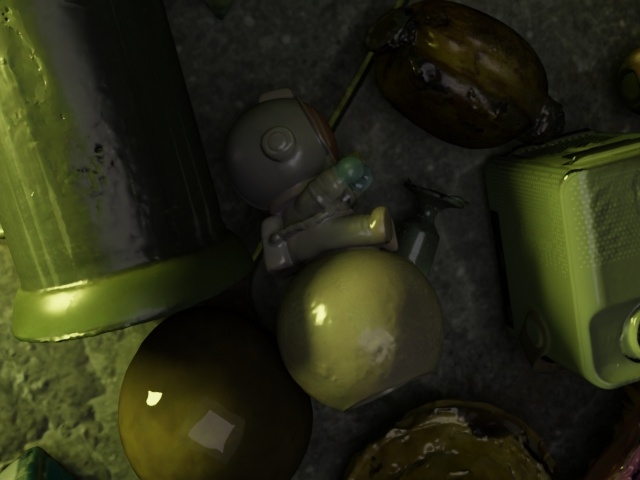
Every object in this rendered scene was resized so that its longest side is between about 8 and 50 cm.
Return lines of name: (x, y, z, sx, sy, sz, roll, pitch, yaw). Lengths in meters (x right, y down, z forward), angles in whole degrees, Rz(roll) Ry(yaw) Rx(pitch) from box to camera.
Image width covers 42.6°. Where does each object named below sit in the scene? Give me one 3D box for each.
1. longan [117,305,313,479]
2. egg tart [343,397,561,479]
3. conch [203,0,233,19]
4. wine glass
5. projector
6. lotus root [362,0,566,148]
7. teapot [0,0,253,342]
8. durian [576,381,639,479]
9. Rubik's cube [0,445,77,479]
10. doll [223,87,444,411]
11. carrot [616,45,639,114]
longan: (-0.085, 0.147, 0.740, 0.204, 0.159, 0.185, -24, 93, -47)
egg tart: (0.132, 0.277, 0.830, 0.240, 0.106, 0.241, -1, 105, -3)
conch: (-0.105, -0.296, 0.687, 0.173, 0.106, 0.116, 37, 62, -22)
wine glass: (0.085, 0.022, 0.800, 0.072, 0.072, 0.155, 22, 93, -16)
projector: (0.270, 0.019, 0.791, 0.163, 0.177, 0.243, -13, 103, -11)
lotus root: (0.137, -0.149, 0.764, 0.209, 0.120, 0.120, 27, 92, -13)
teapot: (-0.217, -0.105, 0.657, 0.270, 0.200, 0.337, -10, 101, 19)
durian: (0.371, 0.234, 0.888, 0.191, 0.112, 0.341, 22, 104, -24)
Rubik's cube: (-0.243, 0.438, 0.644, 0.362, 0.363, 0.359, -42, 108, -3)
doll: (0.000, 0.000, 0.717, 0.150, 0.151, 0.287, -22, 78, -9)
carrot: (0.400, -0.176, 0.840, 0.193, 0.087, 0.087, -13, 102, -13)
